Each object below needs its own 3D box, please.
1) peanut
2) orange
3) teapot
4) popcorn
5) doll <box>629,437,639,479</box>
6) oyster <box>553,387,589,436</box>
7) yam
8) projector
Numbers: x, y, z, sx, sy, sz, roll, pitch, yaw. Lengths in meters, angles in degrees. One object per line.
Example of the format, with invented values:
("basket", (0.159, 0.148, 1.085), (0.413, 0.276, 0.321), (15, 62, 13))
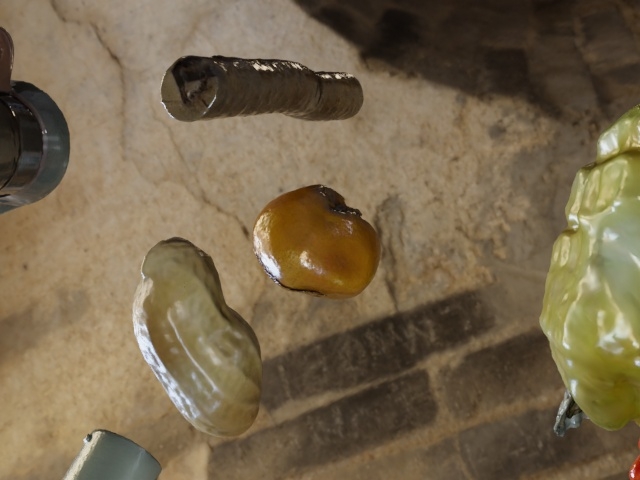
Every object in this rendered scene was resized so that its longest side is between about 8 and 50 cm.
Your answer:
("peanut", (-0.202, 0.166, 1.345), (0.174, 0.340, 0.158), (-29, -164, 9))
("orange", (0.000, 0.000, 0.529), (0.062, 0.086, 0.086), (-54, -179, 35))
("teapot", (-0.518, -0.159, 1.135), (0.253, 0.300, 0.344), (10, -173, 11))
("popcorn", (0.350, 0.026, 0.662), (0.334, 0.293, 0.292), (-14, 172, 42))
("doll", (0.575, 0.372, 1.096), (0.105, 0.199, 0.336), (-33, -132, -32))
("oyster", (0.284, 0.169, 0.928), (0.100, 0.098, 0.037), (-47, -133, -9))
("yam", (-0.027, -0.107, 0.597), (0.045, 0.045, 0.327), (6, -170, 16))
("projector", (-0.309, 0.390, 0.969), (0.108, 0.108, 0.337), (-10, -139, 39))
